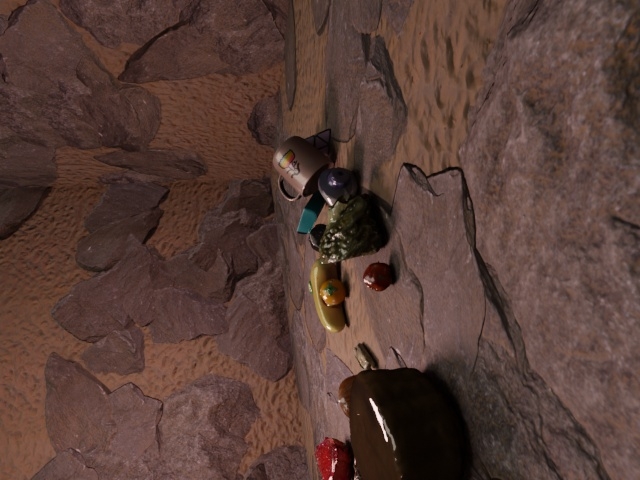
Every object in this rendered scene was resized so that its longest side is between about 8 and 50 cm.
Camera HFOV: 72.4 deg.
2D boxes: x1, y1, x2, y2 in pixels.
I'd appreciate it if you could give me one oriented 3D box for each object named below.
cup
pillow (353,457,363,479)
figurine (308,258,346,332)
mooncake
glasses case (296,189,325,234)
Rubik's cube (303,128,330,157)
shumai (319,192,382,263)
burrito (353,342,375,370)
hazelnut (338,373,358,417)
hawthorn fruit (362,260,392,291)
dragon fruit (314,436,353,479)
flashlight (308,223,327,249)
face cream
[{"bbox_3d":[-0.096,-0.295,1.852,0.200,0.191,0.252,42,116,13],"label":"cup"},{"bbox_3d":[0.149,0.801,1.586,0.135,0.049,0.248,34,-130,-68],"label":"pillow"},{"bbox_3d":[0.042,0.224,1.837,0.222,0.124,0.324,116,145,-60],"label":"figurine"},{"bbox_3d":[0.194,0.459,1.031,0.324,0.187,0.323,174,90,-76],"label":"mooncake"},{"bbox_3d":[-0.030,-0.125,1.889,0.301,0.070,0.117,-71,0,-66],"label":"glasses case"},{"bbox_3d":[0.014,-0.415,1.929,0.190,0.211,0.178,54,142,0],"label":"Rubik's cube"},{"bbox_3d":[0.083,-0.041,1.383,0.256,0.189,0.218,169,96,-73],"label":"shumai"},{"bbox_3d":[0.152,0.415,1.548,0.188,0.045,0.058,-136,69,-76],"label":"burrito"},{"bbox_3d":[0.132,0.518,1.438,0.150,0.150,0.150,176,90,-78],"label":"hazelnut"},{"bbox_3d":[0.170,0.102,1.280,0.093,0.093,0.093,176,90,-78],"label":"hawthorn fruit"},{"bbox_3d":[0.068,0.970,1.903,0.189,0.163,0.262,54,173,-18],"label":"dragon fruit"},{"bbox_3d":[0.000,0.000,1.893,0.424,0.103,0.103,101,164,-85],"label":"flashlight"},{"bbox_3d":[0.062,-0.115,1.666,0.420,0.137,0.234,90,166,-57],"label":"face cream"}]
